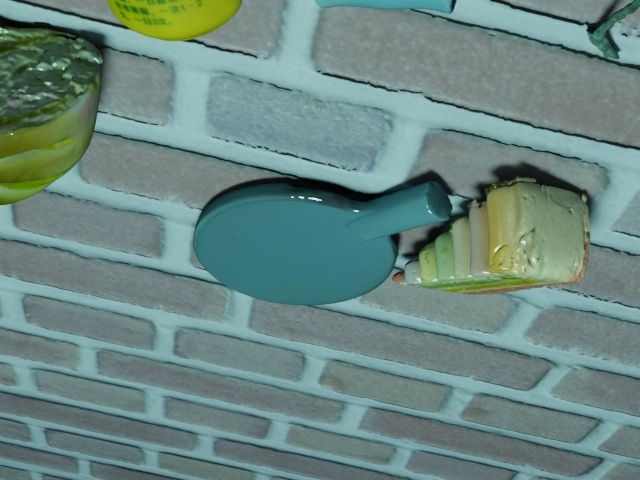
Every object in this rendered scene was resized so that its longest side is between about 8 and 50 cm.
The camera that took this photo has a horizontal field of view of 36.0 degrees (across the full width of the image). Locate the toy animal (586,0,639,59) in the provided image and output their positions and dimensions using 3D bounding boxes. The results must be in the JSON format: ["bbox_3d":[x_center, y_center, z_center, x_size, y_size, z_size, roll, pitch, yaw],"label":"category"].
[{"bbox_3d":[0.284,-0.187,0.686,0.253,0.070,0.079,-23,118,44],"label":"toy animal"}]

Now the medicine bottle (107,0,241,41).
[{"bbox_3d":[-0.139,-0.265,0.675,0.111,0.076,0.309,-1,145,13],"label":"medicine bottle"}]

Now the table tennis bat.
[{"bbox_3d":[0.000,0.000,1.066,0.329,0.044,0.215,-20,136,41],"label":"table tennis bat"}]

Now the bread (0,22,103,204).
[{"bbox_3d":[-0.306,-0.098,0.905,0.260,0.158,0.156,-14,143,36],"label":"bread"}]

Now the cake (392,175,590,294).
[{"bbox_3d":[0.172,0.029,1.003,0.109,0.090,0.225,6,153,-25],"label":"cake"}]

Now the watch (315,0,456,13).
[{"bbox_3d":[0.046,-0.240,0.589,0.210,0.211,0.193,4,160,10],"label":"watch"}]
